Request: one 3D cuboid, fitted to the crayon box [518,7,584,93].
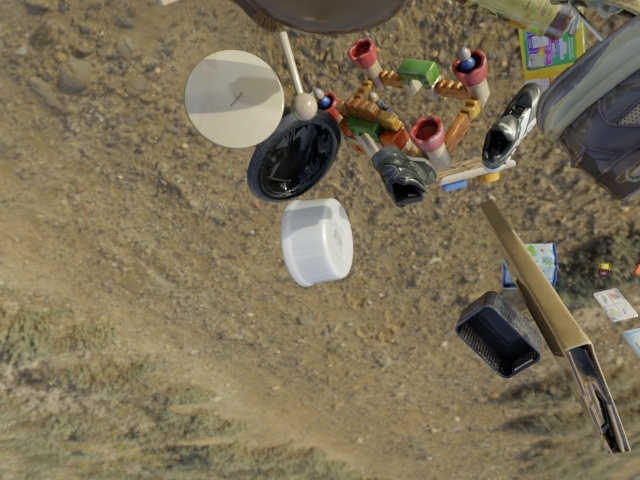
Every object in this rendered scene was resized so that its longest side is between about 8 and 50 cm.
[{"bbox_3d":[0.679,-0.573,1.350,0.165,0.081,0.278,-1,129,32],"label":"crayon box"}]

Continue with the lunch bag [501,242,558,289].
[{"bbox_3d":[0.542,0.083,1.205,0.128,0.096,0.151,1,143,20],"label":"lunch bag"}]

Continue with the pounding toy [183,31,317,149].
[{"bbox_3d":[-0.143,-0.272,0.905,0.237,0.183,0.110,-25,-176,-10],"label":"pounding toy"}]

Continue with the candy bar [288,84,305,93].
[{"bbox_3d":[-0.058,-0.494,1.574,0.018,0.040,0.161,-62,157,12],"label":"candy bar"}]

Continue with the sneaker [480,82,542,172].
[{"bbox_3d":[0.466,-0.278,1.128,0.106,0.078,0.234,1,120,-62],"label":"sneaker"}]

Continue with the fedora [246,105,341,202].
[{"bbox_3d":[-0.102,-0.279,1.395,0.334,0.152,0.334,-24,147,-17],"label":"fedora"}]

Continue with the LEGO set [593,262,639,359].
[{"bbox_3d":[0.650,0.113,0.891,0.182,0.244,0.060,-15,130,6],"label":"LEGO set"}]

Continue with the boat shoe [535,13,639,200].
[{"bbox_3d":[0.322,-0.147,0.289,0.132,0.130,0.355,-21,166,-40],"label":"boat shoe"}]

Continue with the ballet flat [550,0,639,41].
[{"bbox_3d":[0.497,-0.315,0.674,0.123,0.348,0.123,-43,162,-18],"label":"ballet flat"}]

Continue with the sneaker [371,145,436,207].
[{"bbox_3d":[0.210,-0.130,1.060,0.087,0.130,0.227,-29,160,31],"label":"sneaker"}]

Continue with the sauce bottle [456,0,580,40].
[{"bbox_3d":[0.354,-0.524,0.947,0.344,0.111,0.111,28,142,10],"label":"sauce bottle"}]

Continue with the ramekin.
[{"bbox_3d":[0.000,0.000,1.431,0.135,0.277,0.277,-7,145,23],"label":"ramekin"}]

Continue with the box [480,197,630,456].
[{"bbox_3d":[0.217,0.072,0.441,0.021,0.201,0.164,-26,122,17],"label":"box"}]

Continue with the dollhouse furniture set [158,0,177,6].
[{"bbox_3d":[-0.267,-0.580,0.923,0.151,0.123,0.144,-5,124,31],"label":"dollhouse furniture set"}]

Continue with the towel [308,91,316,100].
[{"bbox_3d":[-0.024,-0.565,1.893,0.110,0.148,0.027,-38,136,-15],"label":"towel"}]

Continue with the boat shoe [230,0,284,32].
[{"bbox_3d":[-0.224,-0.749,1.306,0.342,0.123,0.123,32,135,-34],"label":"boat shoe"}]

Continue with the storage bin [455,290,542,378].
[{"bbox_3d":[0.437,0.230,1.134,0.180,0.084,0.122,44,124,4],"label":"storage bin"}]

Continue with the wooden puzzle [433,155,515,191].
[{"bbox_3d":[0.623,-0.287,2.002,0.322,0.348,0.080,-14,103,1],"label":"wooden puzzle"}]

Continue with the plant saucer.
[{"bbox_3d":[0.003,-0.355,0.618,0.278,0.041,0.278,6,175,1],"label":"plant saucer"}]

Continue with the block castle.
[{"bbox_3d":[0.209,-0.405,1.305,0.303,0.453,0.213,-57,141,-7],"label":"block castle"}]
